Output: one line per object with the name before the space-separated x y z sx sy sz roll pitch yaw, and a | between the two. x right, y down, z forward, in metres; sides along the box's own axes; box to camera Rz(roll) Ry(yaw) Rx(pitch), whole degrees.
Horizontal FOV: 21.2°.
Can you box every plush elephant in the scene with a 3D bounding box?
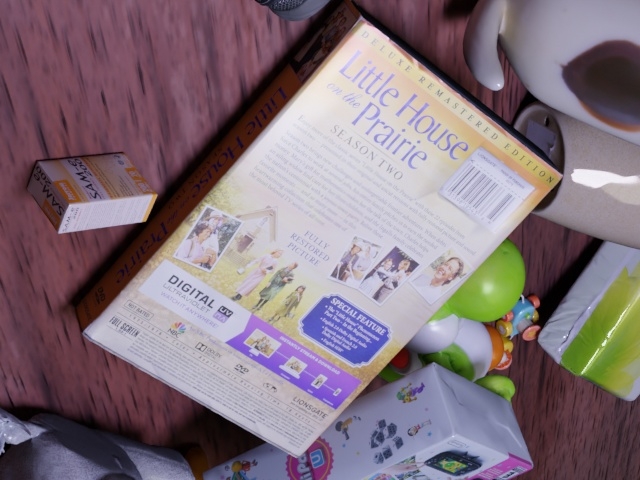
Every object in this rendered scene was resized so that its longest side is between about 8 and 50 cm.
plush elephant | -0.289 0.326 1.760 0.330 0.272 0.255 27 97 -28

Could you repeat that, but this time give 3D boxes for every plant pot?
plant pot | 0.364 -0.097 1.976 0.274 0.256 0.256 -1 134 -24

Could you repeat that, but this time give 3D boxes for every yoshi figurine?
yoshi figurine | 0.181 0.101 2.065 0.203 0.203 0.362 -49 150 -15

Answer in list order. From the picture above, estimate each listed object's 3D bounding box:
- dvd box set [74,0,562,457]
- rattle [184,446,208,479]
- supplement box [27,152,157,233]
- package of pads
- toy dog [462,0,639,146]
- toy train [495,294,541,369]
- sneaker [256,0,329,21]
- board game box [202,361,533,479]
dvd box set | 0.000 0.000 1.726 0.308 0.062 0.420 33 106 -33
rattle | -0.224 0.336 2.013 0.200 0.142 0.130 -39 135 19
supplement box | -0.207 -0.044 1.551 0.098 0.062 0.036 -10 139 -42
package of pads | 0.444 0.068 2.345 0.296 0.101 0.229 -54 148 4
toy dog | 0.385 -0.175 1.694 0.395 0.408 0.284 -14 140 -37
toy train | 0.233 0.139 2.292 0.166 0.046 0.125 -50 149 16
sneaker | 0.012 -0.290 1.447 0.227 0.087 0.130 -42 156 14
board game box | 0.056 0.261 1.932 0.303 0.097 0.224 -28 151 20
